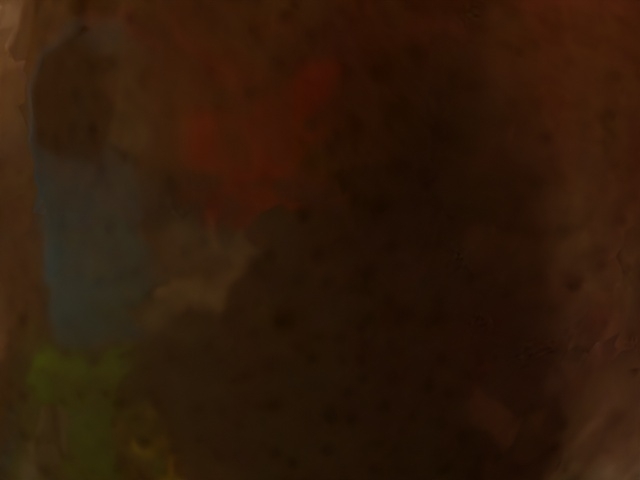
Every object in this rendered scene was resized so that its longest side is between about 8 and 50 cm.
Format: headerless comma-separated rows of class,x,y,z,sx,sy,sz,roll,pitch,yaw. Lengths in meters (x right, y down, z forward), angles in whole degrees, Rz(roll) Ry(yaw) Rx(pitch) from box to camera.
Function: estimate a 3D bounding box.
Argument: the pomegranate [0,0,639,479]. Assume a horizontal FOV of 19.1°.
pomegranate,0.000,0.000,0.504,0.319,0.319,0.319,-37,139,-41
